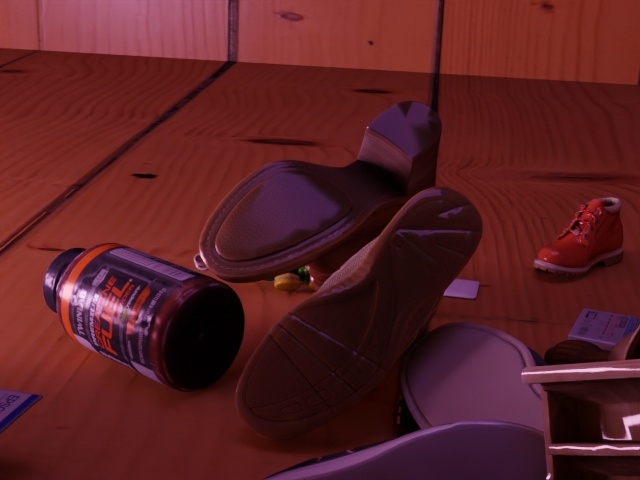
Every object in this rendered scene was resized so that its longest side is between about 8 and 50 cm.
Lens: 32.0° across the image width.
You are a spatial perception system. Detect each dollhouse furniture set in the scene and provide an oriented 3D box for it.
[{"bbox_3d":[0.099,0.148,0.606,0.242,0.160,0.212,4,-10,-37],"label":"dollhouse furniture set"}]

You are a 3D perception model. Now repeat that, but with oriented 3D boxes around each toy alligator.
[{"bbox_3d":[-0.045,0.030,1.245,0.190,0.056,0.051,0,-24,-3],"label":"toy alligator"}]

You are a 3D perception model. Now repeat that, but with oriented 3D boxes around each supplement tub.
[{"bbox_3d":[-0.171,0.063,1.032,0.198,0.106,0.106,17,23,39],"label":"supplement tub"}]

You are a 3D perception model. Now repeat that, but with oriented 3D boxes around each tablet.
[{"bbox_3d":[0.137,0.051,1.266,0.083,0.006,0.054,6,19,11],"label":"tablet"}]

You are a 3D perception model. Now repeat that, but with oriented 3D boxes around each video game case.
[{"bbox_3d":[0.321,0.098,1.139,0.122,0.011,0.087,10,19,21],"label":"video game case"}]

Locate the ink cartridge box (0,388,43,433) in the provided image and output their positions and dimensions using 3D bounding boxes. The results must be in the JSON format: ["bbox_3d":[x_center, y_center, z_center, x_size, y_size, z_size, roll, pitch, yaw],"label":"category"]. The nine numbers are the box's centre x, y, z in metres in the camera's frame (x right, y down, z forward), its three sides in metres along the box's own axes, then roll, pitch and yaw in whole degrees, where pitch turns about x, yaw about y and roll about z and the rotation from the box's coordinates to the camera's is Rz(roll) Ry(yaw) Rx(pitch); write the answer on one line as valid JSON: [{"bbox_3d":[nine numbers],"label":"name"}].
[{"bbox_3d":[-0.410,0.146,0.812,0.371,0.069,0.176,4,17,12],"label":"ink cartridge box"}]

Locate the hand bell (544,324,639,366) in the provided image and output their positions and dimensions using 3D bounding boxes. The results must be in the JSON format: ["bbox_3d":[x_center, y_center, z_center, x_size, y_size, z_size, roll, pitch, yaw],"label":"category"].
[{"bbox_3d":[0.255,0.108,0.954,0.126,0.126,0.242,-2,-1,-13],"label":"hand bell"}]

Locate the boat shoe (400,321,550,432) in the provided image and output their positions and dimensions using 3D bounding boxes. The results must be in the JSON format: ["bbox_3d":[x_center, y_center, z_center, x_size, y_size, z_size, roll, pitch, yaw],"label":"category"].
[{"bbox_3d":[0.170,0.160,0.839,0.112,0.095,0.335,-41,27,-11],"label":"boat shoe"}]

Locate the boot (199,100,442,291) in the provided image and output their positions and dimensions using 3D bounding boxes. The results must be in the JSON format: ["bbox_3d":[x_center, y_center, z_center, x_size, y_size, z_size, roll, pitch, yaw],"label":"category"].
[{"bbox_3d":[0.000,0.000,1.104,0.109,0.220,0.283,39,60,19],"label":"boot"}]

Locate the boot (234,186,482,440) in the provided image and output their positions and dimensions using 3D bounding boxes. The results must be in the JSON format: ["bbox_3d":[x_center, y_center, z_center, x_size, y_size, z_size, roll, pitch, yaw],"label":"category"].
[{"bbox_3d":[0.031,0.080,0.998,0.095,0.262,0.203,40,-13,7],"label":"boot"}]

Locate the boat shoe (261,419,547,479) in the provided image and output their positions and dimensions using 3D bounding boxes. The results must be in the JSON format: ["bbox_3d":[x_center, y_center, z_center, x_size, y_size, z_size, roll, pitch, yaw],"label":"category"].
[{"bbox_3d":[0.050,0.169,0.754,0.229,0.080,0.076,-16,1,1],"label":"boat shoe"}]

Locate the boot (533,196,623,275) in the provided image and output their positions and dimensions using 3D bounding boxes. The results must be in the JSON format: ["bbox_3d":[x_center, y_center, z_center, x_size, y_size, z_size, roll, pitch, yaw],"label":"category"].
[{"bbox_3d":[0.312,-0.007,1.343,0.059,0.084,0.158,21,27,40],"label":"boot"}]
